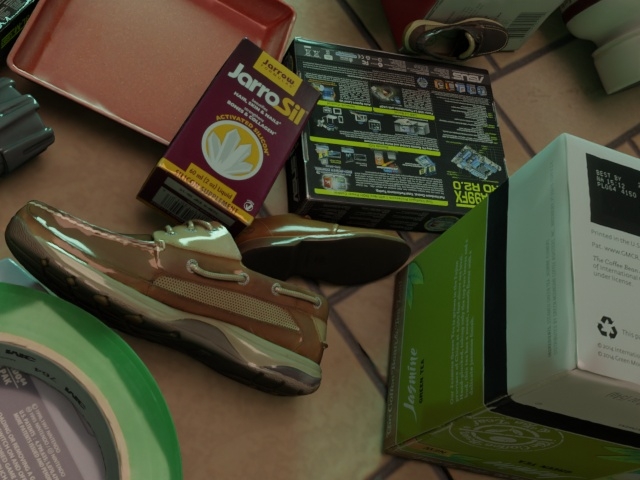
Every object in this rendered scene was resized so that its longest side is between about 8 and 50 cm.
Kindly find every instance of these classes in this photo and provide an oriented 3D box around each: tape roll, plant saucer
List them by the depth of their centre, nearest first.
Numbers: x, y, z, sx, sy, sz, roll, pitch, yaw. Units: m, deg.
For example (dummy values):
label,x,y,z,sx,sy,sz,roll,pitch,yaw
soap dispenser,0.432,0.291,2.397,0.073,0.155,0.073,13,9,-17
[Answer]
label,x,y,z,sx,sy,sz,roll,pitch,yaw
tape roll,-0.269,0.191,0.605,0.321,0.077,0.321,9,64,-18
plant saucer,-0.175,-0.217,0.895,0.259,0.048,0.258,25,60,-17

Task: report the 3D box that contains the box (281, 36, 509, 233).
label,x,y,z,sx,sy,sz,roll,pitch,yaw
box,0.090,-0.120,0.967,0.270,0.060,0.216,4,66,-21

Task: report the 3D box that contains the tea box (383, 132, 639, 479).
label,x,y,z,sx,sy,sz,roll,pitch,yaw
tea box,0.279,0.106,0.788,0.329,0.323,0.220,16,61,-15

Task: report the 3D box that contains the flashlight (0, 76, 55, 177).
label,x,y,z,sx,sy,sz,roll,pitch,yaw
flashlight,-0.381,-0.040,0.711,0.304,0.103,0.103,-38,110,-32

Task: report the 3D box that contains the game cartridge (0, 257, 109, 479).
label,x,y,z,sx,sy,sz,roll,pitch,yaw
game cartridge,-0.267,0.172,0.689,0.198,0.062,0.297,-25,78,-34

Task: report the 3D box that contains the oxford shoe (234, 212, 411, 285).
label,x,y,z,sx,sy,sz,roll,pitch,yaw
oxford shoe,0.000,0.000,0.871,0.212,0.076,0.076,4,40,-26

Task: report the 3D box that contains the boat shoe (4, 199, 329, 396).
label,x,y,z,sx,sy,sz,roll,pitch,yaw
boat shoe,-0.128,0.039,0.750,0.324,0.123,0.116,31,68,-27

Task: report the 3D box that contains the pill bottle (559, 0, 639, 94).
label,x,y,z,sx,sy,sz,roll,pitch,yaw
pill bottle,0.421,-0.419,1.115,0.224,0.224,0.392,-21,91,-29

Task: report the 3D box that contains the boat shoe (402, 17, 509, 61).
label,x,y,z,sx,sy,sz,roll,pitch,yaw
boat shoe,0.176,-0.245,1.006,0.152,0.056,0.049,-9,37,-24

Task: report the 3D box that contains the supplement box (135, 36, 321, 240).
label,x,y,z,sx,sy,sz,roll,pitch,yaw
supplement box,-0.089,-0.098,0.815,0.104,0.081,0.188,34,57,-13

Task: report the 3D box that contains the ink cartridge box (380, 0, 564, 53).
label,x,y,z,sx,sy,sz,roll,pitch,yaw
ink cartridge box,0.140,-0.416,1.081,0.272,0.130,0.309,-7,70,-26

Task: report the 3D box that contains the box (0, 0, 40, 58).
label,x,y,z,sx,sy,sz,roll,pitch,yaw
box,-0.385,-0.251,0.802,0.184,0.045,0.190,22,45,-4
